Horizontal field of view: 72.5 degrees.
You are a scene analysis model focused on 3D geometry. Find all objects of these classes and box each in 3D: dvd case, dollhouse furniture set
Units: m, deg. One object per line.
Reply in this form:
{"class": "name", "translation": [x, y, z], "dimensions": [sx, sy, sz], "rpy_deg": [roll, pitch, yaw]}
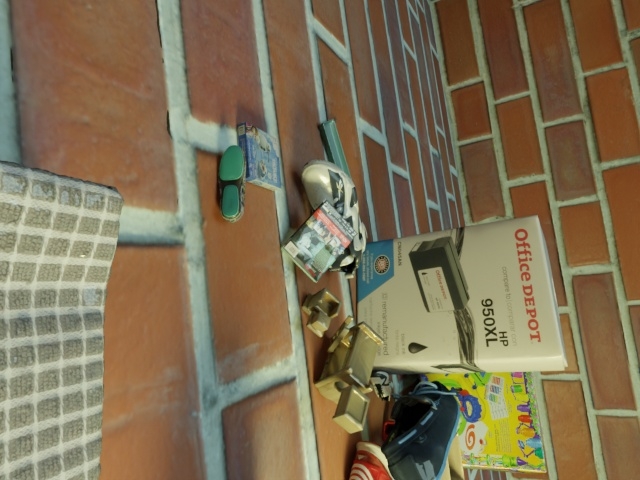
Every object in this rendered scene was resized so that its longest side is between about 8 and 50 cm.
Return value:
{"class": "dvd case", "translation": [0.000, 0.000, 0.756], "dimensions": [0.087, 0.013, 0.119], "rpy_deg": [46, 69, -14]}
{"class": "dollhouse furniture set", "translation": [0.002, 0.205, 0.739], "dimensions": [0.161, 0.101, 0.182], "rpy_deg": [43, 39, -13]}

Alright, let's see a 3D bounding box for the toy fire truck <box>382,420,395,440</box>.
{"class": "toy fire truck", "translation": [0.188, 0.517, 0.998], "dimensions": [0.135, 0.047, 0.192], "rpy_deg": [36, 51, -53]}

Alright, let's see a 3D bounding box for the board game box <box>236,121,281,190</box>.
{"class": "board game box", "translation": [-0.097, -0.133, 0.703], "dimensions": [0.090, 0.020, 0.090], "rpy_deg": [12, 70, -63]}

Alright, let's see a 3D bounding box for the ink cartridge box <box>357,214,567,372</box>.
{"class": "ink cartridge box", "translation": [0.288, 0.132, 0.944], "dimensions": [0.166, 0.394, 0.286], "rpy_deg": [37, 49, -54]}

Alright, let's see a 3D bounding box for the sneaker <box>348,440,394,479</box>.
{"class": "sneaker", "translation": [0.109, 0.505, 0.834], "dimensions": [0.221, 0.087, 0.128], "rpy_deg": [57, 42, -16]}

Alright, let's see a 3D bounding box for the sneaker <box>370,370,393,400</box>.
{"class": "sneaker", "translation": [0.137, 0.324, 0.973], "dimensions": [0.109, 0.040, 0.044], "rpy_deg": [53, 39, -41]}

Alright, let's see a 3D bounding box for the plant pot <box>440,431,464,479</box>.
{"class": "plant pot", "translation": [0.254, 0.496, 0.972], "dimensions": [0.109, 0.096, 0.109], "rpy_deg": [5, 78, -59]}

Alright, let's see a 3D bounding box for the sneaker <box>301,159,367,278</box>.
{"class": "sneaker", "translation": [0.025, -0.024, 0.818], "dimensions": [0.153, 0.094, 0.235], "rpy_deg": [-83, 159, -47]}

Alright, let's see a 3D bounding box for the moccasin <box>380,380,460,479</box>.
{"class": "moccasin", "translation": [0.210, 0.364, 0.903], "dimensions": [0.117, 0.137, 0.342], "rpy_deg": [51, 17, 6]}

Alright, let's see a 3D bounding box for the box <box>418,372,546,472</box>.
{"class": "box", "translation": [0.401, 0.436, 1.144], "dimensions": [0.177, 0.279, 0.290], "rpy_deg": [70, 23, -60]}

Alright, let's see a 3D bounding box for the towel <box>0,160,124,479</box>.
{"class": "towel", "translation": [-0.247, 0.055, 0.237], "dimensions": [0.283, 0.121, 0.235], "rpy_deg": [11, 72, -61]}

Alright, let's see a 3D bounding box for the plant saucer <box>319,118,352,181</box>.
{"class": "plant saucer", "translation": [0.040, -0.174, 0.987], "dimensions": [0.067, 0.018, 0.192], "rpy_deg": [-45, 119, -58]}

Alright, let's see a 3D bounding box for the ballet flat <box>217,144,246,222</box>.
{"class": "ballet flat", "translation": [-0.125, -0.078, 0.621], "dimensions": [0.041, 0.041, 0.114], "rpy_deg": [29, 56, -57]}
